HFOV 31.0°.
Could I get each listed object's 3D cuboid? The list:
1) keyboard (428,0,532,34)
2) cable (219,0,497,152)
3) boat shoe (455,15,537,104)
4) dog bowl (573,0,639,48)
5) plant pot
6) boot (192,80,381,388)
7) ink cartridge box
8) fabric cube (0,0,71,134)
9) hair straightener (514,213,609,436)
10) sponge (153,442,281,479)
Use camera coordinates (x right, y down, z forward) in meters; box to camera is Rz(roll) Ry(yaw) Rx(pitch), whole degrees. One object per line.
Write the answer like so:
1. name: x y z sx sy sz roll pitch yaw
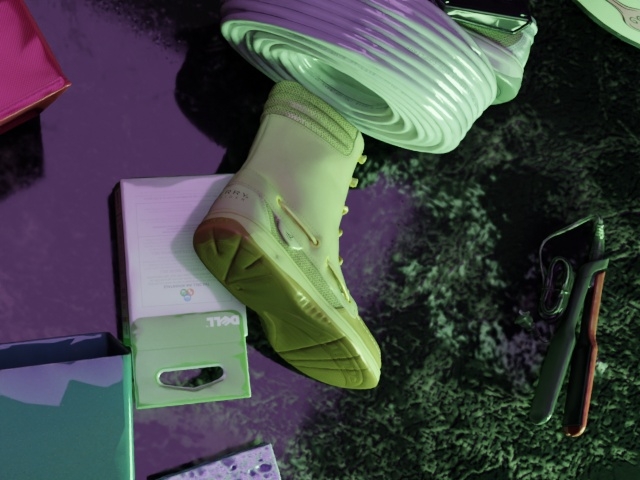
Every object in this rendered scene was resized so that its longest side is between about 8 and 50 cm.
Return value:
1. keyboard: 0.145 -0.343 1.154 0.201 0.033 0.317 2 64 -33
2. cable: 0.033 -0.169 1.039 0.257 0.257 0.089 28 83 6
3. boat shoe: 0.074 -0.251 1.137 0.320 0.118 0.103 28 72 -16
4. dog bowl: 0.416 -0.391 1.155 0.408 0.150 0.408 0 92 4
5. plant pot: -0.243 0.210 0.980 0.165 0.166 0.234 -6 94 -16
6. boot: 0.000 0.000 1.091 0.262 0.095 0.203 50 46 -35
7. ink cartridge box: -0.129 0.045 1.073 0.109 0.062 0.209 -4 86 -16
8. fabric cube: -0.384 -0.165 0.911 0.259 0.254 0.258 -31 101 -17
9. hair straightener: 0.249 0.079 1.185 0.089 0.047 0.230 17 80 -14
10. sponge: -0.075 0.307 1.080 0.117 0.031 0.210 -15 89 -17
